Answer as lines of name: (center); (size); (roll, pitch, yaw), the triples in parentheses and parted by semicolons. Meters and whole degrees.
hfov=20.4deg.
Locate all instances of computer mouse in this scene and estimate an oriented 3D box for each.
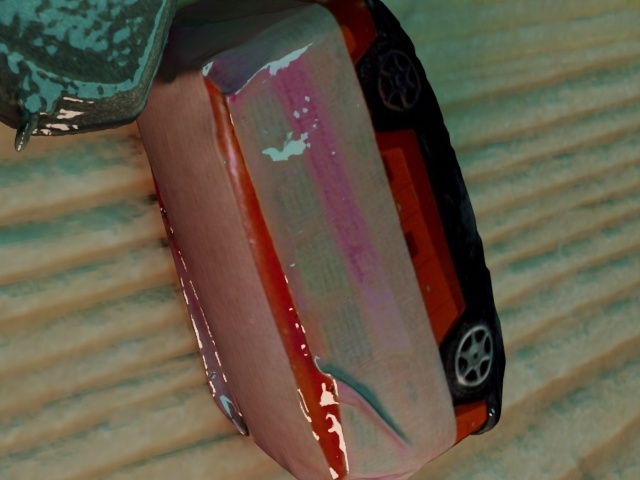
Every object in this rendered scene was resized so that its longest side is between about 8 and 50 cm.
computer mouse: (-0.119, -0.150, 0.917); (0.113, 0.068, 0.229); (22, 82, -15)

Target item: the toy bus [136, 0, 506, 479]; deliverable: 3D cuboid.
toy bus: (0.000, 0.000, 1.015); (0.147, 0.127, 0.303); (-31, 117, -31)
